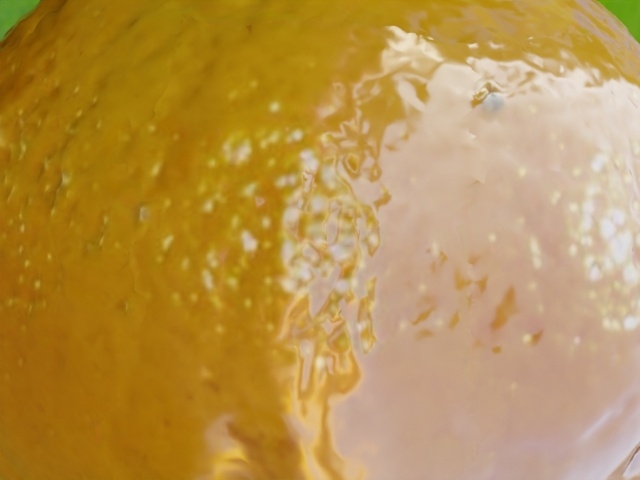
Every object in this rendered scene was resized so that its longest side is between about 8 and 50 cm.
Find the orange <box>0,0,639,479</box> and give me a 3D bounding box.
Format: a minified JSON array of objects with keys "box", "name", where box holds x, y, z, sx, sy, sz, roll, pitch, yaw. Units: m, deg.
[{"box":[0.000,0.000,0.471,0.193,0.193,0.161,-15,108,-71],"name":"orange"}]
